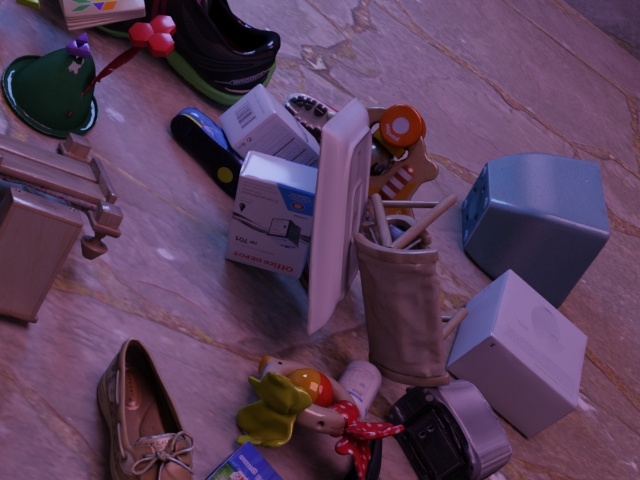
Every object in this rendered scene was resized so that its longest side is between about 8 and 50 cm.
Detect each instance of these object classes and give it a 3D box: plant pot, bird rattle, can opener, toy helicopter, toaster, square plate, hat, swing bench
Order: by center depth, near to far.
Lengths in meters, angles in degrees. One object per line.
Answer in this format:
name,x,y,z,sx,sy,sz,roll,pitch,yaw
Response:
bird rattle,-0.004,0.250,1.758,0.254,0.143,0.207,11,24,-18
can opener,0.077,0.362,1.836,0.059,0.073,0.186,33,28,-5
hat,-0.398,-0.296,1.869,0.173,0.183,0.208,40,36,-11
square plate,0.039,-0.050,1.921,0.049,0.343,0.347,7,16,9
toaster,0.234,0.342,1.953,0.146,0.129,0.227,-6,58,-51
swing bench,0.151,0.081,1.962,0.254,0.165,0.253,-60,147,-60
toy helicopter,0.124,-0.082,2.195,0.140,0.235,0.355,-17,90,-82
plant pot,0.446,-0.043,2.456,0.252,0.247,0.247,16,43,-10

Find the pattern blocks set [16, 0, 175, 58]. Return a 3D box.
pattern blocks set,-0.379,-0.438,1.938,0.286,0.026,0.324,-1,59,-6

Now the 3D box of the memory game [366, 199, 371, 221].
memory game,0.031,-0.094,2.261,0.186,0.012,0.186,27,40,-26

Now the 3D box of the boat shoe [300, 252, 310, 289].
boat shoe,0.000,0.000,2.090,0.073,0.073,0.207,26,42,-28

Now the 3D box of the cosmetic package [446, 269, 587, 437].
cosmetic package,0.389,0.221,2.218,0.224,0.138,0.224,41,35,-9

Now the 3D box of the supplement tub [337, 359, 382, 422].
supplement tub,0.056,0.258,1.900,0.071,0.071,0.107,44,35,-5

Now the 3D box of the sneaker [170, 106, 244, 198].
sneaker,-0.180,-0.163,2.065,0.209,0.069,0.082,47,32,0

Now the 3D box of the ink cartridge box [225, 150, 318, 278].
ink cartridge box,-0.076,-0.042,1.918,0.140,0.190,0.082,15,39,2

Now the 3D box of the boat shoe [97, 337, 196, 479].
boat shoe,-0.236,0.261,1.536,0.105,0.089,0.285,-3,44,-32

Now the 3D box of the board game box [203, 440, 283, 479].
board game box,-0.092,0.480,1.539,0.318,0.066,0.318,48,36,3

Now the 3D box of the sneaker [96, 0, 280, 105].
sneaker,-0.281,-0.449,2.118,0.483,0.202,0.185,29,38,-22

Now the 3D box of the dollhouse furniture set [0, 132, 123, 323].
dollhouse furniture set,-0.479,-0.057,1.673,0.303,0.173,0.355,21,19,-32

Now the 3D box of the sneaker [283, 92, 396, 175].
sneaker,0.047,-0.214,2.314,0.279,0.107,0.118,39,15,-9

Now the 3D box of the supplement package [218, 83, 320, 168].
supplement package,-0.084,-0.181,2.087,0.179,0.105,0.105,42,14,-42
